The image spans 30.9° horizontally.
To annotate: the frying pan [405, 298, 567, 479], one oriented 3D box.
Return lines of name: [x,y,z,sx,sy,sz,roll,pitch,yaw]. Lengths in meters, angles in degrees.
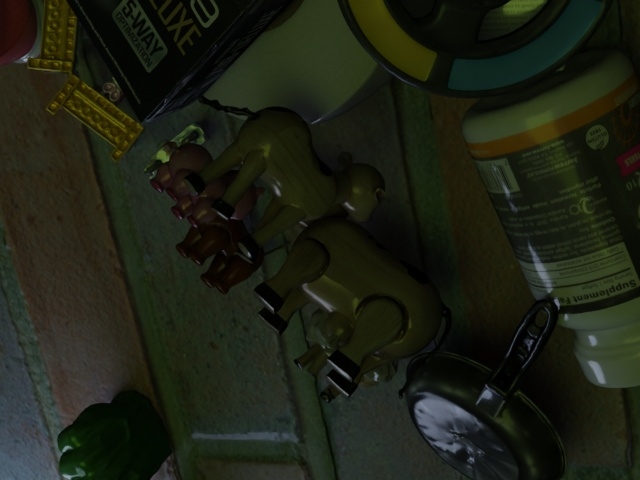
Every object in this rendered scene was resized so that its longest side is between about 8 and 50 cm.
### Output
frying pan: [0.189,0.177,1.150,0.197,0.053,0.326,46,152,-5]

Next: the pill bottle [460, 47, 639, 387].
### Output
pill bottle: [0.250,-0.018,1.047,0.162,0.162,0.278,-19,105,29]

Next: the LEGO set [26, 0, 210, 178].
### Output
LEGO set: [-0.242,-0.190,1.243,0.132,0.107,0.287,-31,95,-4]

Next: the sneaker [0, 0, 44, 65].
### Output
sneaker: [-0.376,-0.324,1.195,0.116,0.136,0.314,-13,107,27]

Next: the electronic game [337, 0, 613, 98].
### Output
electronic game: [0.122,-0.221,0.891,0.229,0.048,0.229,-1,112,-3]

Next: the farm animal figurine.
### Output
farm animal figurine: [0.000,0.000,1.129,0.327,0.172,0.330,46,165,-1]

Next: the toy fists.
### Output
toy fists: [-0.237,0.331,1.431,0.096,0.142,0.279,-12,107,28]

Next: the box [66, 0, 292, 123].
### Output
box: [-0.158,-0.295,1.024,0.242,0.076,0.307,-35,86,48]

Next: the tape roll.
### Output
tape roll: [-0.060,-0.295,1.043,0.392,0.072,0.392,21,124,34]

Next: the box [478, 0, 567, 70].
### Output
box: [0.173,-0.243,0.994,0.091,0.130,0.170,2,113,21]
